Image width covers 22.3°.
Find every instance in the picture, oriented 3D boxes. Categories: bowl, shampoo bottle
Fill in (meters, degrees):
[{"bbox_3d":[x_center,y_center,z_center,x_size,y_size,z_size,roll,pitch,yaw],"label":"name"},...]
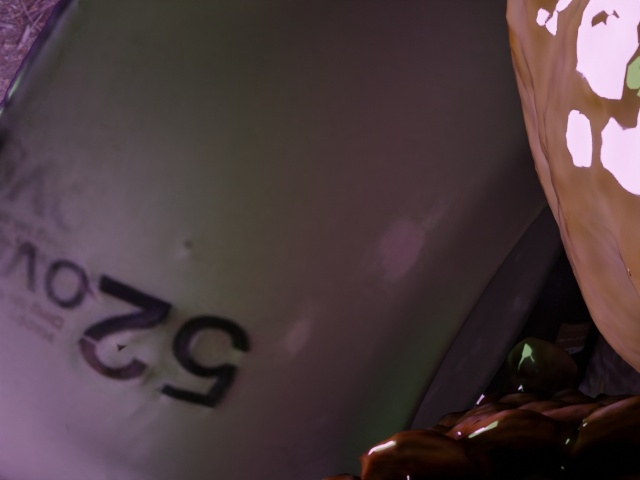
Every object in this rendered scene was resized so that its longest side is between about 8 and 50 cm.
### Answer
[{"bbox_3d":[0.000,0.000,0.760,0.354,0.185,0.354,-53,-17,-23],"label":"bowl"},{"bbox_3d":[0.119,0.042,0.886,0.063,0.057,0.208,-106,24,-51],"label":"shampoo bottle"}]

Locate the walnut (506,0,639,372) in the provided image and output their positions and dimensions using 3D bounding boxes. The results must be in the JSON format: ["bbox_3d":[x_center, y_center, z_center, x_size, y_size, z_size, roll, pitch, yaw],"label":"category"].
[{"bbox_3d":[0.159,-0.064,0.420,0.227,0.283,0.283,20,113,30],"label":"walnut"}]

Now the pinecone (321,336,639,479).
[{"bbox_3d":[0.099,0.172,0.632,0.224,0.224,0.273,130,133,-67],"label":"pinecone"}]
